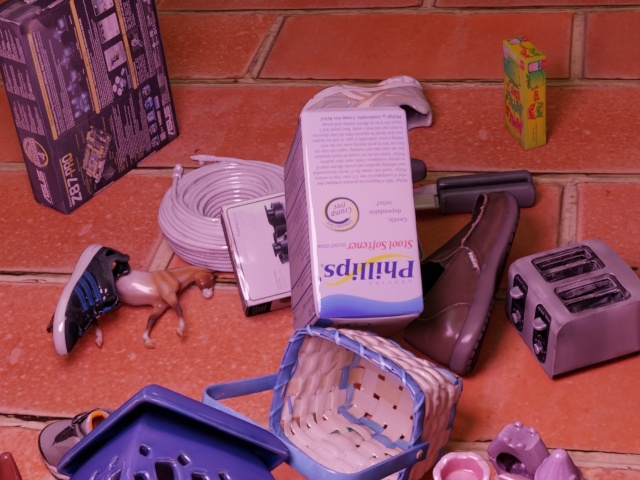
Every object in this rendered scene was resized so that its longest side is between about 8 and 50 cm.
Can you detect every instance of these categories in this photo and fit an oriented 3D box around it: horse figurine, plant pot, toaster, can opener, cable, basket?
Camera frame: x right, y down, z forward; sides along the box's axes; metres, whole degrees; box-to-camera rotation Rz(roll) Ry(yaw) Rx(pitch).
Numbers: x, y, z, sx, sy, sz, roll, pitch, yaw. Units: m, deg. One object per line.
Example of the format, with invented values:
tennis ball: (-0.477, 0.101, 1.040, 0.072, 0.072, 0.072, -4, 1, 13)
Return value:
horse figurine: (-0.301, 0.095, 1.923, 0.263, 0.066, 0.174, -1, 44, 5)
plant pot: (-0.175, 0.308, 1.365, 0.236, 0.236, 0.212, 27, 43, -27)
toaster: (0.377, 0.097, 1.757, 0.185, 0.110, 0.168, -14, 37, -10)
can opener: (0.221, -0.096, 2.063, 0.283, 0.095, 0.076, -5, 37, 4)
cable: (-0.147, -0.044, 2.065, 0.257, 0.089, 0.257, 4, 37, 12)
basket: (0.028, 0.226, 1.542, 0.254, 0.201, 0.289, 27, 19, 38)

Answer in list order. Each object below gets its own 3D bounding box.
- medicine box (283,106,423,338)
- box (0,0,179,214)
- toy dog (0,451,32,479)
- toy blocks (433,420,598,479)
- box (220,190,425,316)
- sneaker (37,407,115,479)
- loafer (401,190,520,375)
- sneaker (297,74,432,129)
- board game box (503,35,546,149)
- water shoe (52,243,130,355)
medicine box: (0.039, -0.013, 1.730, 0.149, 0.263, 0.289, -3, 79, -8)
box: (-0.412, -0.290, 2.192, 0.097, 0.395, 0.318, 19, 45, 29)
toy dog: (-0.356, 0.385, 1.452, 0.220, 0.161, 0.333, -24, 39, -21)
toy blocks: (0.257, 0.307, 1.363, 0.288, 0.260, 0.309, 18, 43, 32)
box: (0.000, 0.000, 1.908, 0.290, 0.087, 0.169, -15, 77, -9)
sneaker: (-0.299, 0.264, 1.619, 0.100, 0.108, 0.271, -37, 23, -33)
loafer: (0.210, 0.038, 1.827, 0.130, 0.134, 0.366, 17, 40, 8)
sneaker: (0.088, -0.233, 2.280, 0.262, 0.099, 0.121, -18, 41, -12)
board game box: (0.368, -0.266, 2.195, 0.043, 0.181, 0.092, -15, 36, -11)
water shoe: (-0.344, 0.088, 1.842, 0.080, 0.073, 0.203, 11, 52, 5)
